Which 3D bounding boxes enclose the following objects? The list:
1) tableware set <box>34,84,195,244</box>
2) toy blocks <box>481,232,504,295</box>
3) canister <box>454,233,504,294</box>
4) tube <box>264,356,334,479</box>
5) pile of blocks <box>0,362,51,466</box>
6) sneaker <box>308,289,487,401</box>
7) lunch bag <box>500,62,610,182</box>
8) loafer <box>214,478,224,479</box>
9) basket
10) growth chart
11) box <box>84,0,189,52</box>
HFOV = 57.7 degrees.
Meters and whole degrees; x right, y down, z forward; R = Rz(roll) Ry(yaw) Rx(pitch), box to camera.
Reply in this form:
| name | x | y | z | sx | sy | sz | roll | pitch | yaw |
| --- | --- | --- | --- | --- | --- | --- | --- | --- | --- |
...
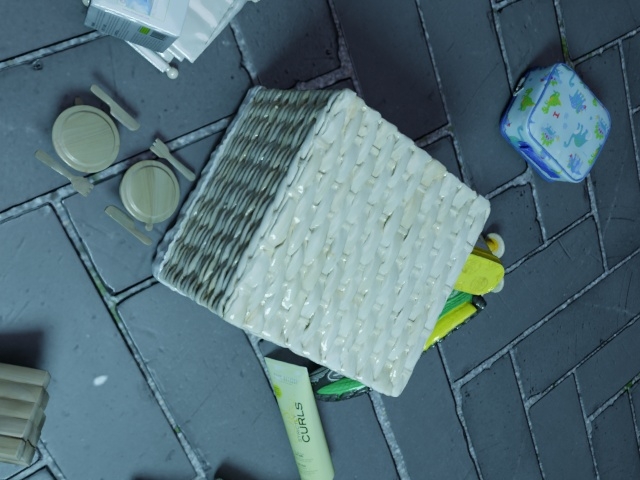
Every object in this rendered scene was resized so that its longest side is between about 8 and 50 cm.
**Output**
| name | x | y | z | sx | sy | sz | roll | pitch | yaw |
| --- | --- | --- | --- | --- | --- | --- | --- | --- | --- |
| tableware set | -0.274 | -0.099 | 0.780 | 0.194 | 0.039 | 0.128 | 45 | 61 | -33 |
| toy blocks | 0.279 | 0.054 | 1.108 | 0.148 | 0.054 | 0.123 | -8 | 103 | -28 |
| canister | 0.225 | 0.003 | 0.994 | 0.126 | 0.170 | 0.073 | 16 | 123 | -21 |
| tube | -0.032 | 0.302 | 0.968 | 0.070 | 0.062 | 0.240 | -13 | 111 | 1 |
| pile of blocks | -0.506 | 0.239 | 0.690 | 0.362 | 0.149 | 0.112 | -10 | 147 | -18 |
| sneaker | 0.113 | 0.158 | 1.014 | 0.343 | 0.134 | 0.146 | -35 | 78 | -13 |
| lunch bag | 0.459 | -0.224 | 1.138 | 0.219 | 0.090 | 0.176 | 32 | 82 | -30 |
| loafer | -0.146 | 0.434 | 0.906 | 0.319 | 0.112 | 0.111 | 7 | 104 | -29 |
| basket | 0.000 | 0.000 | 0.824 | 0.328 | 0.266 | 0.331 | 31 | 85 | -31 |
| growth chart | -0.187 | -0.345 | 0.795 | 0.237 | 0.021 | 0.172 | -48 | 117 | -13 |
| box | -0.207 | -0.351 | 0.706 | 0.103 | 0.114 | 0.203 | 14 | 91 | -26 |
